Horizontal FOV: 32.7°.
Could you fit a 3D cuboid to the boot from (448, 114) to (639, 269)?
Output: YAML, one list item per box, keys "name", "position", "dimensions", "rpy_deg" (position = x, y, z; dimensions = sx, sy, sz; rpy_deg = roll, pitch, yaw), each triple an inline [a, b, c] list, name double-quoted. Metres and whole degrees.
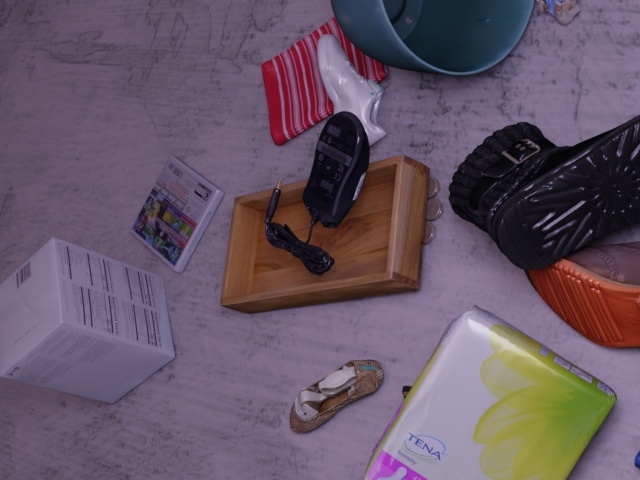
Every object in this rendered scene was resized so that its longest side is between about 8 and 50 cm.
- name: "boot"
  position: [0.353, -0.102, 1.490]
  dimensions: [0.348, 0.131, 0.260]
  rpy_deg: [-24, 17, 1]

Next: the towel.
- name: "towel"
  position: [0.002, -0.312, 2.001]
  dimensions: [0.275, 0.031, 0.199]
  rpy_deg: [-29, 55, 33]

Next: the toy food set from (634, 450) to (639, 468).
- name: "toy food set"
  position: [0.408, 0.229, 1.284]
  dimensions: [0.104, 0.111, 0.232]
  rpy_deg: [22, 127, 48]

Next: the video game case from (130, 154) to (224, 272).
- name: "video game case"
  position: [-0.289, -0.056, 2.188]
  dimensions: [0.201, 0.023, 0.183]
  rpy_deg: [35, 99, 46]

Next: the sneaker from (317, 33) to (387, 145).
- name: "sneaker"
  position: [0.060, -0.262, 1.877]
  dimensions: [0.094, 0.080, 0.212]
  rpy_deg: [-18, 83, 22]

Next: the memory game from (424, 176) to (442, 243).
- name: "memory game"
  position: [0.124, -0.040, 1.775]
  dimensions: [0.186, 0.012, 0.186]
  rpy_deg: [-20, 60, 38]

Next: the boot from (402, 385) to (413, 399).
- name: "boot"
  position: [0.180, 0.289, 1.538]
  dimensions: [0.198, 0.077, 0.137]
  rpy_deg: [15, 89, 48]

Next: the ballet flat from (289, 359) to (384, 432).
- name: "ballet flat"
  position: [0.008, 0.241, 1.729]
  dimensions: [0.206, 0.067, 0.073]
  rpy_deg: [-38, 50, 28]

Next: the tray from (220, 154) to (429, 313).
- name: "tray"
  position: [0.000, 0.000, 1.823]
  dimensions: [0.411, 0.076, 0.203]
  rpy_deg: [-11, 66, 44]

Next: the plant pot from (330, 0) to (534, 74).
- name: "plant pot"
  position: [0.149, -0.401, 1.717]
  dimensions: [0.235, 0.293, 0.293]
  rpy_deg: [9, 79, 60]

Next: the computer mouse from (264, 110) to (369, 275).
- name: "computer mouse"
  position: [-0.001, -0.088, 1.764]
  dimensions: [0.184, 0.060, 0.262]
  rpy_deg: [26, 105, 46]

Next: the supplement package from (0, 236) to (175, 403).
- name: "supplement package"
  position: [-0.450, 0.158, 2.078]
  dimensions: [0.199, 0.262, 0.198]
  rpy_deg: [-37, 50, 28]

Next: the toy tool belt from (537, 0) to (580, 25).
- name: "toy tool belt"
  position: [0.352, -0.366, 1.657]
  dimensions: [0.052, 0.051, 0.083]
  rpy_deg: [-52, 44, 15]

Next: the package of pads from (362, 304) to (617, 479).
- name: "package of pads"
  position: [0.210, 0.259, 1.423]
  dimensions: [0.229, 0.101, 0.297]
  rpy_deg: [32, 97, 10]

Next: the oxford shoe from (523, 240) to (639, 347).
- name: "oxford shoe"
  position: [0.407, 0.059, 1.400]
  dimensions: [0.132, 0.130, 0.363]
  rpy_deg: [-40, 31, -19]
